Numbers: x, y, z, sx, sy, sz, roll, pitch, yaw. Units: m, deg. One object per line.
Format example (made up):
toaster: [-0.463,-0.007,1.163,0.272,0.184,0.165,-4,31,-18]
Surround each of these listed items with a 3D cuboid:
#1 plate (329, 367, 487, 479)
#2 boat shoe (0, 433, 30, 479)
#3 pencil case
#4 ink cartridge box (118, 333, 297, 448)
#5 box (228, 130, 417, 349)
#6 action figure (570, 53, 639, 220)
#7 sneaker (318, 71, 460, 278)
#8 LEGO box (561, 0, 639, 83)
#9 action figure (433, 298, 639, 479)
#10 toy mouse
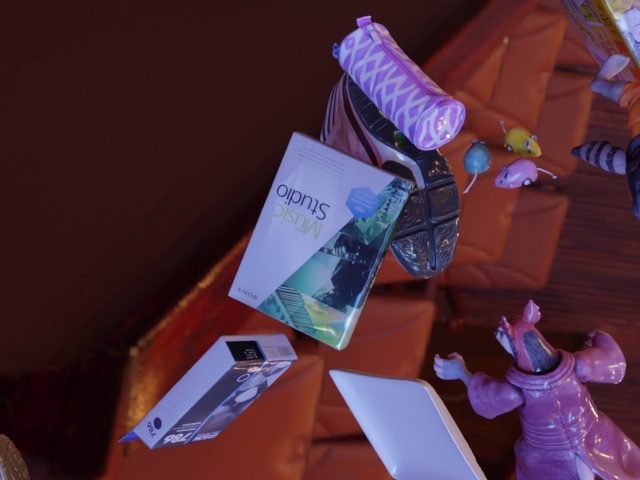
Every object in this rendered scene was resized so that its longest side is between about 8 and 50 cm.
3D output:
plate: [0.168,0.340,2.005,0.277,0.045,0.278,-1,-55,55]
boat shoe: [-0.421,0.347,1.480,0.064,0.060,0.178,-73,149,-75]
pencil case: [0.106,-0.210,1.469,0.206,0.086,0.088,50,-35,31]
ink cartridge box: [-0.203,0.287,1.976,0.333,0.165,0.065,-45,-118,30]
box: [0.000,0.000,1.939,0.322,0.232,0.058,-68,165,11]
action figure: [0.439,-0.049,1.381,0.330,0.178,0.341,-90,162,-64]
sneaker: [0.133,-0.137,2.243,0.257,0.169,0.447,163,-91,-72]
LEGO box: [0.491,-0.427,1.749,0.372,0.193,0.500,58,11,-9]
action figure: [0.309,0.248,1.485,0.276,0.248,0.370,-96,161,-58]
toy mouse: [0.257,-0.115,1.587,0.161,0.143,0.031,42,-23,42]
